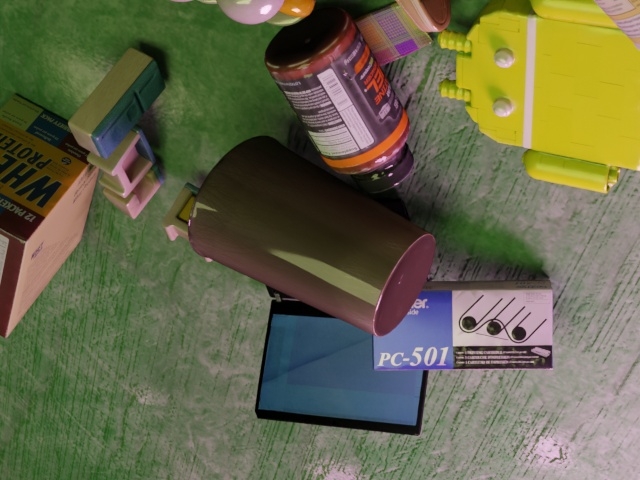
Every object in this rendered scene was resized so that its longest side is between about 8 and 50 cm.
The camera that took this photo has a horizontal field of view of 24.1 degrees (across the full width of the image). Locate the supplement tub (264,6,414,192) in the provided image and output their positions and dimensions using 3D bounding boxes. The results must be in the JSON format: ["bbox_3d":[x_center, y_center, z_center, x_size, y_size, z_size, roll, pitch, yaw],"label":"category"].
[{"bbox_3d":[0.028,-0.144,1.600,0.106,0.106,0.198,-7,132,34],"label":"supplement tub"}]

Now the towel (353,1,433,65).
[{"bbox_3d":[0.073,-0.219,1.577,0.083,0.009,0.060,-19,118,39],"label":"towel"}]

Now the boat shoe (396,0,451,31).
[{"bbox_3d":[0.070,-0.278,1.488,0.059,0.063,0.170,-16,111,42],"label":"boat shoe"}]

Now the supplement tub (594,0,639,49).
[{"bbox_3d":[0.293,-0.291,1.200,0.331,0.241,0.241,45,136,-11],"label":"supplement tub"}]

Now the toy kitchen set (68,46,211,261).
[{"bbox_3d":[-0.173,-0.096,1.765,0.166,0.122,0.207,29,161,19],"label":"toy kitchen set"}]

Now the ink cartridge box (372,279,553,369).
[{"bbox_3d":[0.163,0.098,1.728,0.207,0.046,0.097,-1,103,6],"label":"ink cartridge box"}]

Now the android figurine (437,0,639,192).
[{"bbox_3d":[0.249,-0.159,1.504,0.273,0.056,0.248,13,136,16],"label":"android figurine"}]

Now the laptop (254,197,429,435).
[{"bbox_3d":[0.006,0.087,1.815,0.234,0.136,0.264,2,131,27],"label":"laptop"}]

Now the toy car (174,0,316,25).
[{"bbox_3d":[-0.081,-0.296,1.511,0.182,0.159,0.136,19,102,13],"label":"toy car"}]

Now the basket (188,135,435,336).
[{"bbox_3d":[0.000,0.000,1.665,0.227,0.204,0.154,28,103,20],"label":"basket"}]

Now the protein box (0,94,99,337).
[{"bbox_3d":[-0.389,-0.030,1.878,0.136,0.199,0.201,28,138,3],"label":"protein box"}]
